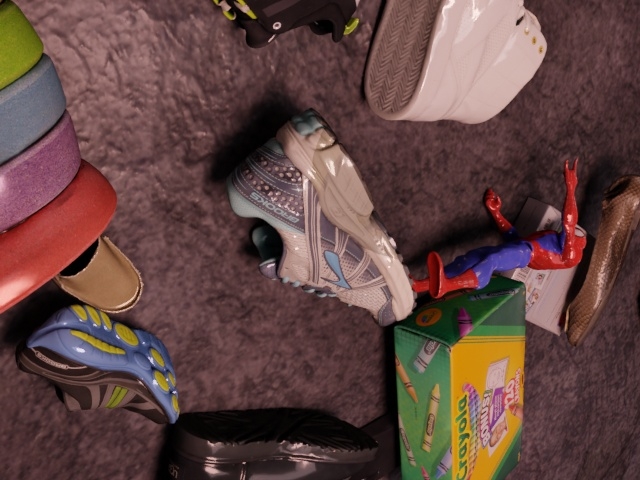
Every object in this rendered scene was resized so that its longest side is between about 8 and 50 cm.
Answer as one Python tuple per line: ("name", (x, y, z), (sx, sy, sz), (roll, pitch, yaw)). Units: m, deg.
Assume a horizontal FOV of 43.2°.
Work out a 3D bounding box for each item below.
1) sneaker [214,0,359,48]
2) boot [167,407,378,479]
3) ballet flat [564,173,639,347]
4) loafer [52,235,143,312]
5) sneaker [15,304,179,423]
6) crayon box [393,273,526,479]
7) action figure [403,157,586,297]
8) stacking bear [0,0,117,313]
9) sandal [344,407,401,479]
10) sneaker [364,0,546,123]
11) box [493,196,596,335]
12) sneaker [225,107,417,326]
("sneaker", (-0.048, -0.196, 0.622), (0.234, 0.084, 0.097), (-4, 115, -40))
("boot", (-0.069, 0.287, 0.843), (0.246, 0.094, 0.207), (9, 102, -36))
("ballet flat", (0.375, 0.028, 1.084), (0.084, 0.058, 0.250), (-26, 135, -58))
("loafer", (-0.189, 0.016, 0.632), (0.056, 0.050, 0.148), (-50, 135, -9))
("sneaker", (-0.182, 0.112, 0.687), (0.078, 0.067, 0.188), (-25, 145, 13))
("crayon box", (0.175, 0.195, 0.993), (0.165, 0.081, 0.278), (-30, 125, -40))
("action figure", (0.208, -0.018, 0.923), (0.280, 0.091, 0.139), (-6, 90, -36))
("stacking bear", (-0.248, -0.109, 0.446), (0.164, 0.175, 0.289), (-29, 120, -13))
("sandal", (0.037, 0.279, 0.963), (0.254, 0.054, 0.097), (-28, 127, -28))
("sneaker", (0.158, -0.250, 0.770), (0.169, 0.108, 0.293), (-1, 122, -43))
("box", (0.301, 0.040, 1.083), (0.186, 0.038, 0.145), (24, 94, -45))
("sneaker", (0.000, 0.000, 0.774), (0.122, 0.110, 0.283), (-30, 135, 2))
